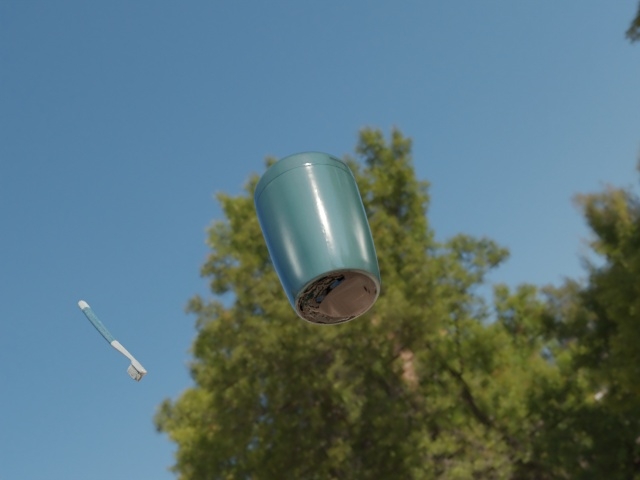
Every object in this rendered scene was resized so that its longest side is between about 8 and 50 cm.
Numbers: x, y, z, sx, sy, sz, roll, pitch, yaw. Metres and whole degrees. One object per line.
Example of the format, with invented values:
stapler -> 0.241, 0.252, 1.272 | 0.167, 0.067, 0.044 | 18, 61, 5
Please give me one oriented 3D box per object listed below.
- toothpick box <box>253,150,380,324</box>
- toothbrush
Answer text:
toothpick box -> 0.000, 0.000, 1.156 | 0.120, 0.184, 0.120 | -10, -41, -9
toothbrush -> -0.381, 0.178, 1.874 | 0.019, 0.276, 0.025 | 34, -89, -43
